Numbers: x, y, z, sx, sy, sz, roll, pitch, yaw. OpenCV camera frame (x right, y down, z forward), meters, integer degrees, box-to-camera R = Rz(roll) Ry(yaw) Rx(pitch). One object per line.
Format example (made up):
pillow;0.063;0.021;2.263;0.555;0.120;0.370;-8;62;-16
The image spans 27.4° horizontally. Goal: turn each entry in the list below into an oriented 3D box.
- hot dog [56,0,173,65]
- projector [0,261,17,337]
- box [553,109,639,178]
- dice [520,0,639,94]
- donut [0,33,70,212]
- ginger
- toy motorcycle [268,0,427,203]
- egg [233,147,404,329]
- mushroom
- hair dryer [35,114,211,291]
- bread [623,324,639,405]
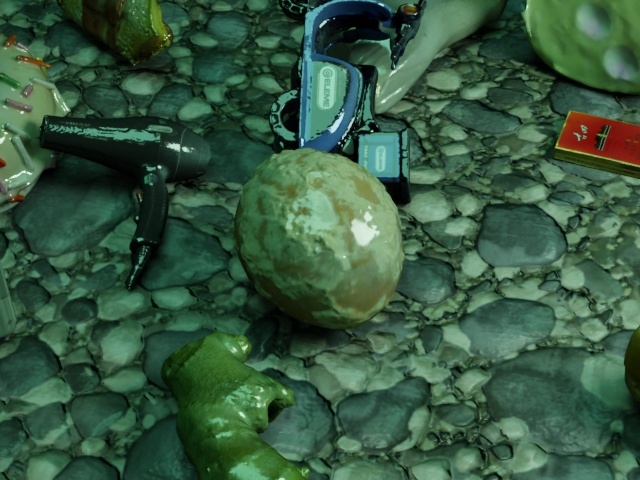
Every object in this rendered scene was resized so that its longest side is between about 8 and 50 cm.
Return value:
hot dog;-0.303;-0.351;2.012;0.093;0.123;0.261;-26;52;-38
projector;-0.468;0.033;1.531;0.192;0.256;0.099;-19;48;-17
box;0.400;-0.134;1.827;0.133;0.023;0.090;16;46;17
dice;0.452;-0.379;1.911;0.250;0.252;0.254;19;48;22
donut;-0.546;-0.170;1.823;0.383;0.142;0.382;-1;46;1
ginger;-0.087;0.211;1.458;0.137;0.089;0.290;3;38;-22
toy motorcycle;0.041;-0.228;1.806;0.213;0.125;0.358;0;70;4
egg;0.000;0.000;1.590;0.203;0.203;0.245;-22;58;-19
mushroom;0.154;-0.315;1.974;0.329;0.122;0.159;-32;88;-25
hair dryer;-0.258;-0.058;1.724;0.236;0.091;0.271;8;51;-18
bread;0.443;0.172;1.434;0.236;0.140;0.106;34;52;31
